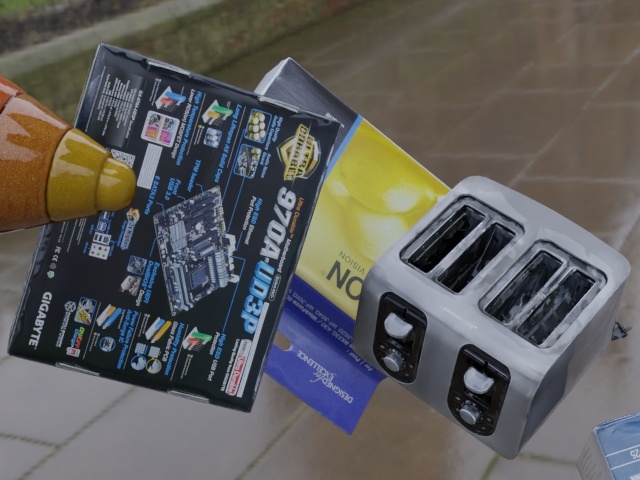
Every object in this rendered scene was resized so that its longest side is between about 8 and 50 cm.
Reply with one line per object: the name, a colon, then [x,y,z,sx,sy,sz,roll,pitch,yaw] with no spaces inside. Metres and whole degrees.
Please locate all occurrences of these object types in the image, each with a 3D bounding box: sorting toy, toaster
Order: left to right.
sorting toy: [-0.180,0.082,0.545,0.126,0.366,0.127,12,3,3]
toaster: [0.144,0.055,0.855,0.168,0.110,0.185,34,57,25]

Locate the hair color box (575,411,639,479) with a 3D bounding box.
hair color box: [0.325,0.317,0.865,0.105,0.347,0.174,-18,-22,2]

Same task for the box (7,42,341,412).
box: [-0.102,-0.006,0.736,0.175,0.220,0.051,16,4,-16]

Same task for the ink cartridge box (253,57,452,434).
ink cartridge box: [0.000,0.000,1.163,0.072,0.303,0.307,-32,24,54]
